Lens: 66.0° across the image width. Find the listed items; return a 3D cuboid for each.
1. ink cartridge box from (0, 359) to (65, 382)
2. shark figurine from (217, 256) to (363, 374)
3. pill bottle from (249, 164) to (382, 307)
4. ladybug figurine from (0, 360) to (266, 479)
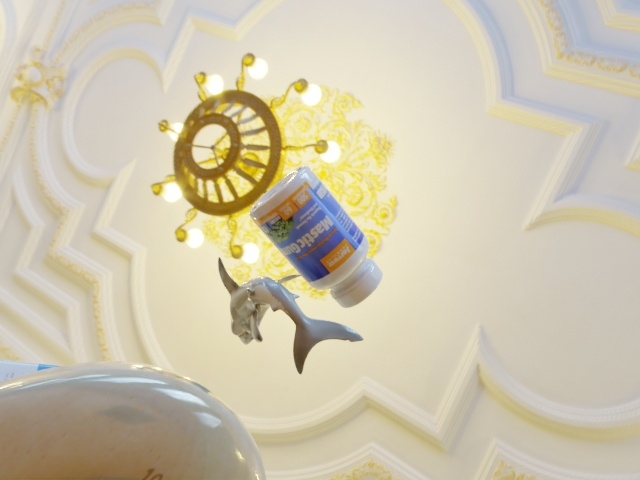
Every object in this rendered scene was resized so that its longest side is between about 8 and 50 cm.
[{"bbox_3d":[-0.711,0.389,0.958,0.166,0.394,0.286,124,-30,-42],"label":"ink cartridge box"},{"bbox_3d":[-0.060,0.086,0.750,0.278,0.116,0.166,-6,-77,57],"label":"shark figurine"},{"bbox_3d":[0.000,0.000,0.973,0.152,0.152,0.272,-37,-76,13],"label":"pill bottle"},{"bbox_3d":[-0.242,0.268,0.372,0.449,0.162,0.305,-41,-73,-7],"label":"ladybug figurine"}]
